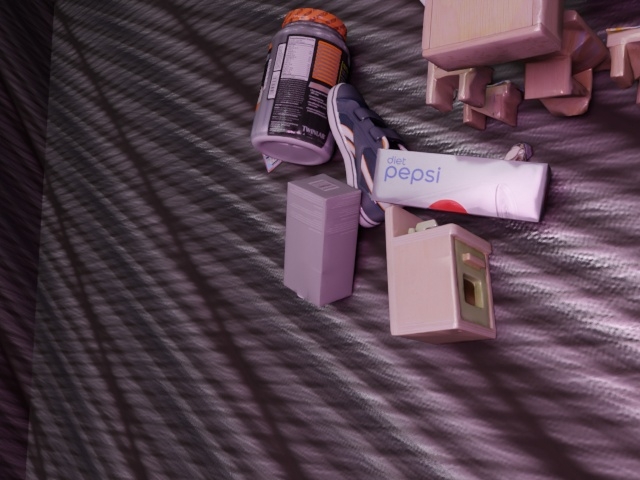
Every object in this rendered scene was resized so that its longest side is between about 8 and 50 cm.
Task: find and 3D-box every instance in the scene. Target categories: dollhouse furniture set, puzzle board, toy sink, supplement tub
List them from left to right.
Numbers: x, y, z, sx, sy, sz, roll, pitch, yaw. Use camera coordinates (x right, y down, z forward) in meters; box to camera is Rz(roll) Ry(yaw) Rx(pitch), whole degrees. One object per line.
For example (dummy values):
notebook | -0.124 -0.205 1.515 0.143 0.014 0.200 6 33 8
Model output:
puzzle board | -0.102 -0.247 1.422 0.128 0.011 0.096 -36 55 27
supplement tub | -0.039 -0.348 1.277 0.194 0.194 0.315 3 77 41
toy sink | 0.211 0.052 0.961 0.131 0.153 0.234 -15 66 37
dollhouse furniture set | 0.325 -0.344 0.816 0.362 0.394 0.256 3 88 42

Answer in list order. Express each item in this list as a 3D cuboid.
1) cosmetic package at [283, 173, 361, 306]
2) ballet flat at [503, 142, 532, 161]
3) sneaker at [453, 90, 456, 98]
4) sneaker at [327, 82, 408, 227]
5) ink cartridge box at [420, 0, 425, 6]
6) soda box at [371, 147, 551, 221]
cosmetic package | 0.000 0.000 1.132 0.127 0.107 0.237 29 126 42
ballet flat | 0.329 -0.128 0.992 0.114 0.041 0.041 -54 49 14
sneaker | 0.250 -0.321 1.124 0.032 0.037 0.083 -32 56 31
sneaker | 0.111 -0.195 1.146 0.127 0.126 0.321 -24 73 39
ink cartridge box | 0.271 -0.510 1.149 0.109 0.062 0.209 -40 53 25
soda box | 0.238 -0.096 0.960 0.286 0.091 0.098 10 96 24
